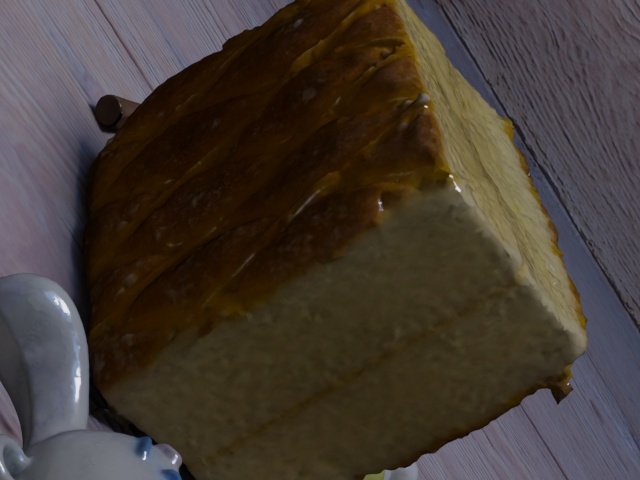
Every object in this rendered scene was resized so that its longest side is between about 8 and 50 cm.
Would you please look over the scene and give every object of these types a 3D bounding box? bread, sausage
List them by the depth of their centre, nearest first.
[{"bbox_3d":[0.000,0.000,1.037,0.207,0.279,0.279,45,24,-33],"label":"bread"},{"bbox_3d":[-0.139,-0.096,1.219,0.026,0.026,0.116,63,17,12],"label":"sausage"}]

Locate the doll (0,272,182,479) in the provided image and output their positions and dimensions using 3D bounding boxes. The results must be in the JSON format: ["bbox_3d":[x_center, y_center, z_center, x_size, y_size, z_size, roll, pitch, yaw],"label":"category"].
[{"bbox_3d":[-0.106,0.160,0.741,0.237,0.111,0.252,51,21,-21],"label":"doll"}]

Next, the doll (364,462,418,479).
[{"bbox_3d":[0.021,0.166,1.170,0.162,0.062,0.106,21,46,-63],"label":"doll"}]
